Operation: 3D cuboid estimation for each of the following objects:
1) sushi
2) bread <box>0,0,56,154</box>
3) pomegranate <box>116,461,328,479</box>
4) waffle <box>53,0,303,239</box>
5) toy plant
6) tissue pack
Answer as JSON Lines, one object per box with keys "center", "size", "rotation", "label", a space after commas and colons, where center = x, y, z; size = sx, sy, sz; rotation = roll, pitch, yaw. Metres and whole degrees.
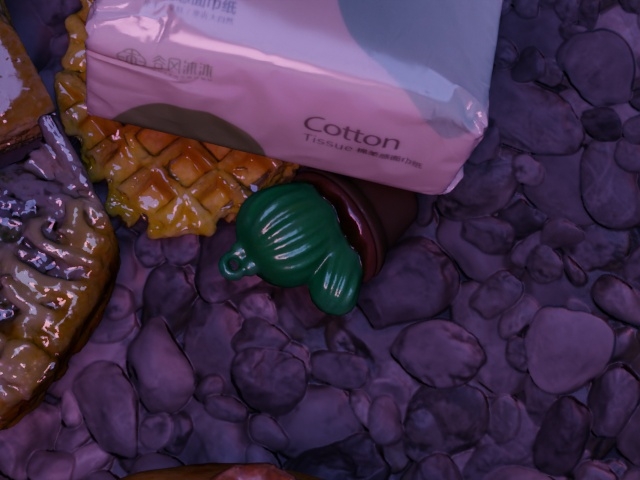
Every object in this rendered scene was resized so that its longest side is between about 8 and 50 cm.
{"center": [-0.283, 0.034, 1.249], "size": [0.184, 0.139, 0.274], "rotation": [31, 71, 0], "label": "sushi"}
{"center": [-0.338, -0.166, 1.306], "size": [0.138, 0.102, 0.196], "rotation": [-23, 91, -16], "label": "bread"}
{"center": [-0.068, 0.346, 1.045], "size": [0.416, 0.416, 0.417], "rotation": [3, 72, -9], "label": "pomegranate"}
{"center": [-0.103, -0.152, 1.384], "size": [0.312, 0.060, 0.307], "rotation": [-9, 75, -11], "label": "waffle"}
{"center": [0.000, 0.000, 1.328], "size": [0.200, 0.105, 0.143], "rotation": [-33, 85, -21], "label": "toy plant"}
{"center": [-0.014, -0.215, 1.281], "size": [0.356, 0.194, 0.266], "rotation": [13, 66, -4], "label": "tissue pack"}
